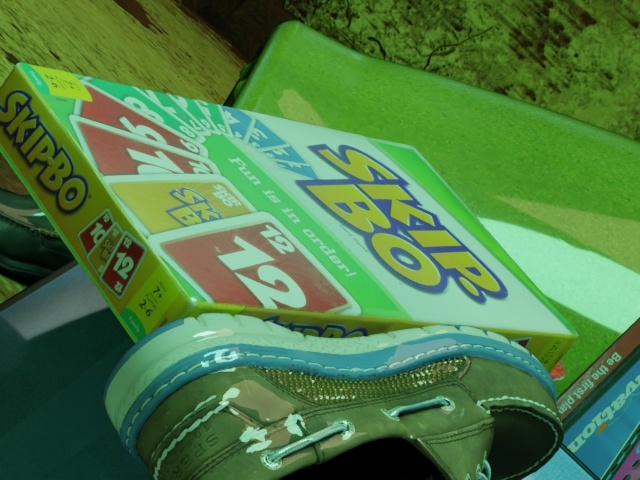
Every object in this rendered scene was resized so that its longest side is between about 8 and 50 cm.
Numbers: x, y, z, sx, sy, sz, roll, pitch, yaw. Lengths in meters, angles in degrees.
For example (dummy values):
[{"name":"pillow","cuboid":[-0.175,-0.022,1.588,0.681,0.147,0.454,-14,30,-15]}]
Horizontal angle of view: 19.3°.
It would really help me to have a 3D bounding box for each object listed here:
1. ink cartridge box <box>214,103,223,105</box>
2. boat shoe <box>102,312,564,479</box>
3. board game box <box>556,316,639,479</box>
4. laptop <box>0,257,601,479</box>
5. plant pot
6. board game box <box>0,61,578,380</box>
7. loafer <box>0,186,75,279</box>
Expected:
[{"name":"ink cartridge box","cuboid":[-0.081,-0.018,1.211,0.171,0.056,0.235,4,-24,-1]},{"name":"boat shoe","cuboid":[0.016,0.069,0.583,0.183,0.066,0.066,5,42,-43]},{"name":"board game box","cuboid":[0.114,0.157,0.800,0.145,0.281,0.027,45,-2,14]},{"name":"laptop","cuboid":[0.012,0.115,0.582,0.382,0.236,0.408,43,-9,13]},{"name":"plant pot","cuboid":[0.067,0.072,0.987,0.353,0.366,0.366,30,8,-6]},{"name":"board game box","cuboid":[0.000,0.000,0.725,0.259,0.039,0.124,11,34,-53]},{"name":"loafer","cuboid":[-0.167,-0.009,1.119,0.170,0.061,0.062,37,10,-37]}]
